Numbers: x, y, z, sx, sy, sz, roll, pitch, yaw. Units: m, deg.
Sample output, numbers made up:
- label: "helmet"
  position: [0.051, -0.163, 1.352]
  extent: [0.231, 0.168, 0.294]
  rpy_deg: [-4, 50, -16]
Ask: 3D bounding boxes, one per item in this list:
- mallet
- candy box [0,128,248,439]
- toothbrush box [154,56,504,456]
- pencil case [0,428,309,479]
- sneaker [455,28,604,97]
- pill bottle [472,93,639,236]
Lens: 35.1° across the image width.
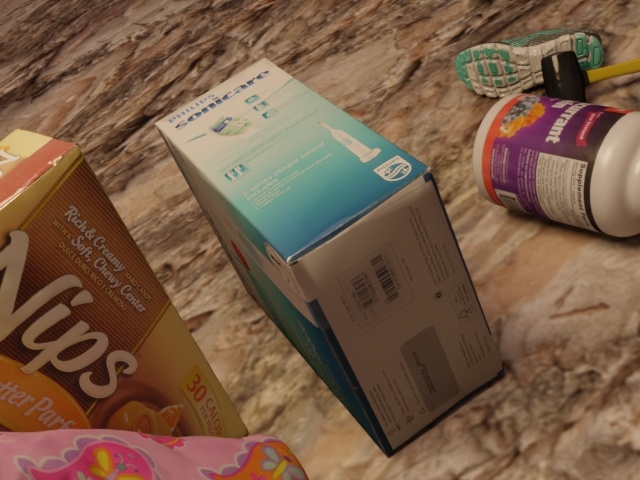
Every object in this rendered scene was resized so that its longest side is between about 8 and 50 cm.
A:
- label: "mallet"
  position: [0.318, -0.187, 1.031]
  extent: [0.189, 0.062, 0.039]
  rpy_deg: [-20, -2, 3]
- label: "candy box"
  position: [-0.196, 0.098, 0.762]
  extent: [0.087, 0.316, 0.183]
  rpy_deg: [16, 52, 42]
- label: "toothbrush box"
  position: [0.000, 0.000, 0.854]
  extent: [0.126, 0.216, 0.295]
  rpy_deg: [-32, 36, -10]
- label: "pencil case"
  position: [-0.133, 0.184, 0.657]
  extent: [0.124, 0.284, 0.124]
  rpy_deg: [-10, 76, 43]
- label: "sneaker"
  position: [0.233, -0.201, 1.115]
  extent: [0.166, 0.065, 0.076]
  rpy_deg: [0, 26, 27]
- label: "pill bottle"
  position: [0.238, -0.064, 0.881]
  extent: [0.193, 0.108, 0.108]
  rpy_deg: [19, 54, 45]
